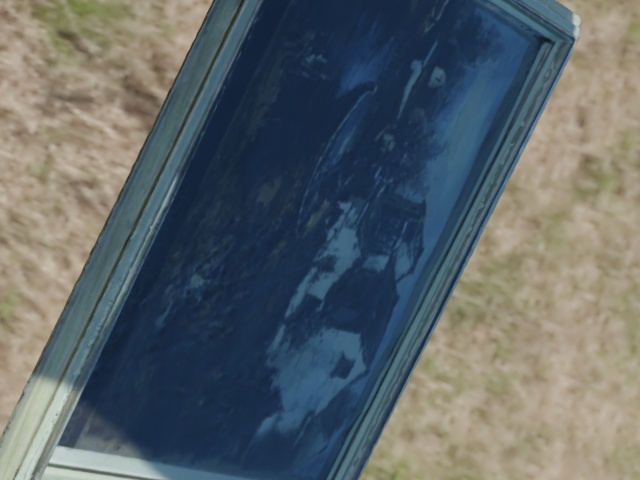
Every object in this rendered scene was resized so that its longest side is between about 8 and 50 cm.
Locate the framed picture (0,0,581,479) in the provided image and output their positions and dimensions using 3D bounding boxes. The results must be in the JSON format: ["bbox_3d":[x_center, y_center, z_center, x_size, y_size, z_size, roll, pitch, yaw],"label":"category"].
[{"bbox_3d":[0.000,0.000,0.712,0.232,0.019,0.296,19,100,-50],"label":"framed picture"}]
